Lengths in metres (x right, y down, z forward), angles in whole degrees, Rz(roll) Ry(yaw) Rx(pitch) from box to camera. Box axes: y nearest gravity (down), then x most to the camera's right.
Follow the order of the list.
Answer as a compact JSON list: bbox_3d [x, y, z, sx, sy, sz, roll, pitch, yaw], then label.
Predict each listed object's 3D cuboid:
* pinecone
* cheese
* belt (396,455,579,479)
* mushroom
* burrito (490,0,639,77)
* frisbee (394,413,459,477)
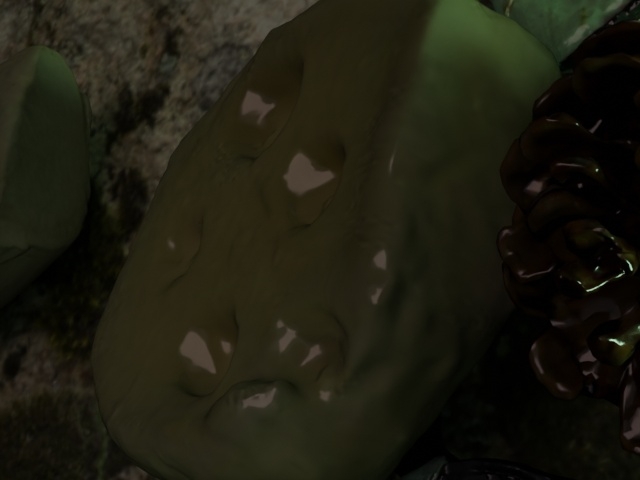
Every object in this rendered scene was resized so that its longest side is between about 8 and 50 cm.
[{"bbox_3d":[0.196,-0.013,0.733,0.224,0.272,0.224,6,99,41],"label":"pinecone"},{"bbox_3d":[0.000,0.000,0.910,0.326,0.115,0.318,-50,28,19],"label":"cheese"},{"bbox_3d":[0.076,0.189,0.826,0.198,0.078,0.151,-23,63,32],"label":"belt"},{"bbox_3d":[-0.322,0.030,1.183,0.407,0.137,0.154,-36,62,20],"label":"mushroom"},{"bbox_3d":[0.146,-0.190,0.979,0.144,0.089,0.229,-37,53,3],"label":"burrito"},{"bbox_3d":[0.039,0.113,0.950,0.187,0.012,0.211,-13,60,33],"label":"frisbee"}]
